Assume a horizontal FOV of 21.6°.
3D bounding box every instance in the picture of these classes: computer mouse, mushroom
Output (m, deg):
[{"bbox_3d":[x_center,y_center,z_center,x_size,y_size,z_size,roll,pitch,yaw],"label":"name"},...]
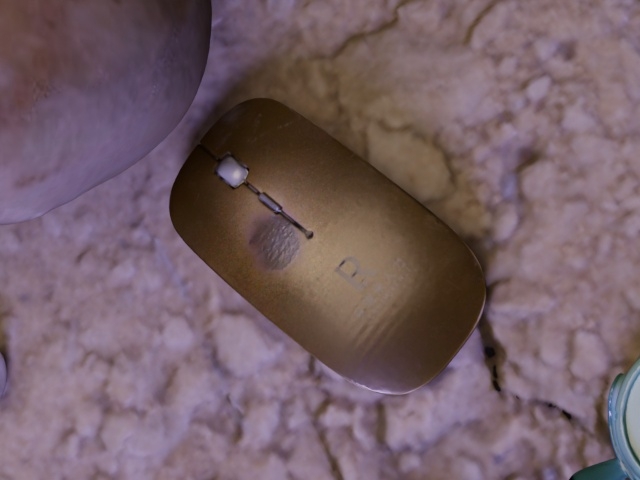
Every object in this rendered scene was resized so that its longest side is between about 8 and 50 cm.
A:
[{"bbox_3d":[0.000,0.000,0.929,0.199,0.045,0.102,40,92,20],"label":"computer mouse"},{"bbox_3d":[-0.217,-0.121,0.929,0.297,0.297,0.290,60,140,18],"label":"mushroom"}]

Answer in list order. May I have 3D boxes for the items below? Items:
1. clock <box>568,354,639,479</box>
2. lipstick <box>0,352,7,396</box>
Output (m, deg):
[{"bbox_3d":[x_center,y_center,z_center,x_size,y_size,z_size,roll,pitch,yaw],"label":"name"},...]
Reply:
[{"bbox_3d":[0.192,0.094,0.847,0.101,0.041,0.135,43,96,20],"label":"clock"},{"bbox_3d":[-0.257,0.082,1.005,0.141,0.040,0.040,-3,80,19],"label":"lipstick"}]
